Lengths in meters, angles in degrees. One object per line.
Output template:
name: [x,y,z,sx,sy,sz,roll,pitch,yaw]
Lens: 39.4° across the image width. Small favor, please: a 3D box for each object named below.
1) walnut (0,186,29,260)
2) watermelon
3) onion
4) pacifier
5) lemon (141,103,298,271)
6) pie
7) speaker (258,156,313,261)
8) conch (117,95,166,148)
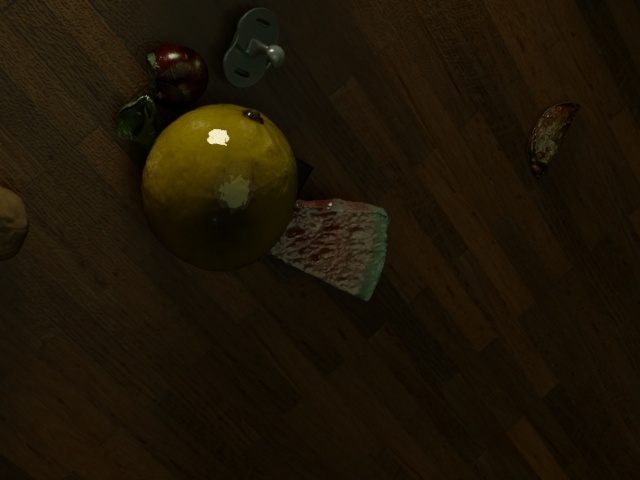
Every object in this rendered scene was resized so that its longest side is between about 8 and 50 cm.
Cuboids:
walnut: [-0.579,-0.032,1.512,0.166,0.149,0.166,-10,144,-7]
watermelon: [0.000,0.000,1.782,0.256,0.140,0.193,12,97,-24]
onion: [-0.251,-0.289,1.578,0.118,0.119,0.117,-11,148,-20]
pacifier: [-0.106,-0.342,1.626,0.127,0.116,0.150,23,95,-55]
lemon: [-0.177,-0.093,1.589,0.297,0.297,0.297,-8,112,-21]
pie: [0.508,-0.231,1.987,0.088,0.033,0.191,23,98,-25]
speaker: [-0.103,-0.070,1.762,0.082,0.044,0.218,29,95,-30]
conch: [-0.321,-0.211,1.595,0.089,0.074,0.121,-20,154,-16]
